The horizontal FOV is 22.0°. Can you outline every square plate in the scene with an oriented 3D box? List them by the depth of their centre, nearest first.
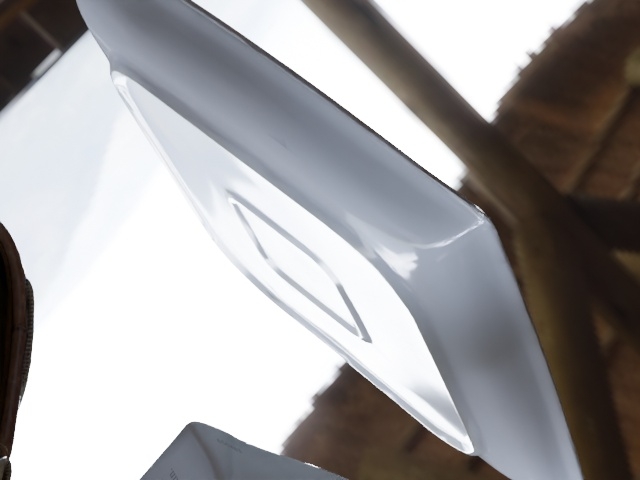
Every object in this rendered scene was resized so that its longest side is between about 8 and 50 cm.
[{"bbox_3d":[0.000,0.000,1.001,0.049,0.344,0.347,-45,146,-11],"label":"square plate"}]

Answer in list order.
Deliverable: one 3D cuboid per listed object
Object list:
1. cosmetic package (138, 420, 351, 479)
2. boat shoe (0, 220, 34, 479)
[{"bbox_3d":[-0.099,0.313,0.857,0.385,0.156,0.217,-49,-139,14],"label":"cosmetic package"},{"bbox_3d":[-0.199,0.120,0.725,0.116,0.123,0.324,121,-21,-50],"label":"boat shoe"}]
